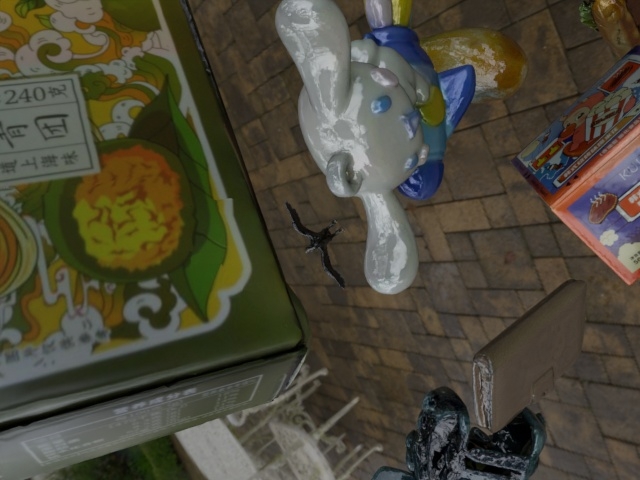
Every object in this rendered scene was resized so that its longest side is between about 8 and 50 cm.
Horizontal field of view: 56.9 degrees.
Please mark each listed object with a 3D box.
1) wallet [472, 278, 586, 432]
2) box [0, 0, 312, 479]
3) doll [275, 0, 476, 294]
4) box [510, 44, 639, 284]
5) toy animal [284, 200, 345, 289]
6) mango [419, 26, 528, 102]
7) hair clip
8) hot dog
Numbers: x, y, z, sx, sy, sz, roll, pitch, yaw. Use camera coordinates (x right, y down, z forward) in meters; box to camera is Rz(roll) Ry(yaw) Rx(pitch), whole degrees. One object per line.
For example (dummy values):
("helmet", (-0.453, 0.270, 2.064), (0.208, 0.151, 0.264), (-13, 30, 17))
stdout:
("wallet", (0.208, 0.114, 0.586), (0.039, 0.153, 0.118), (27, 138, 45))
("box", (-0.260, -0.025, 0.404), (0.138, 0.420, 0.373), (117, 137, -57))
("doll", (0.096, -0.175, 0.796), (0.187, 0.365, 0.376), (13, 131, 19))
("box", (0.619, -0.164, 1.184), (0.257, 0.318, 0.349), (40, 111, -13))
("toy animal", (0.000, 0.000, 1.238), (0.220, 0.108, 0.062), (53, 142, -6))
("mango", (0.321, -0.408, 1.377), (0.316, 0.146, 0.193), (13, 160, 24))
("hair clip", (0.169, 0.338, 0.702), (0.195, 0.310, 0.206), (14, 162, -8))
("hot dog", (0.646, -0.495, 1.281), (0.100, 0.337, 0.135), (24, 100, 38))
